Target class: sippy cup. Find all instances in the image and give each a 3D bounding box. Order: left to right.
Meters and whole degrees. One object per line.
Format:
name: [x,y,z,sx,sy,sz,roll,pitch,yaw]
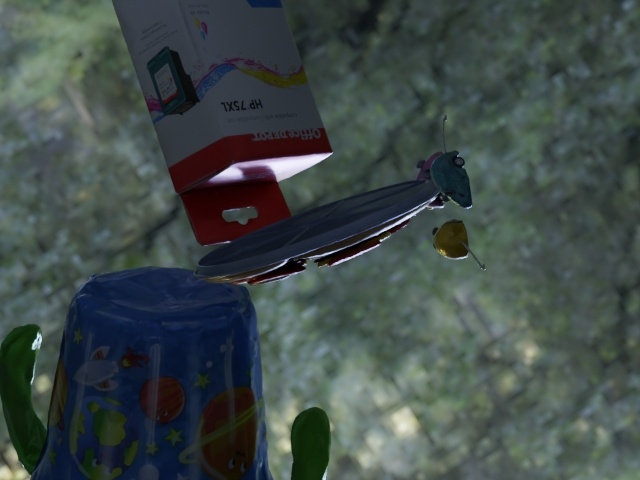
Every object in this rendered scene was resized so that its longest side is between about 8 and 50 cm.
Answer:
sippy cup: [-0.147,0.149,1.661,0.305,0.224,0.240,3,-164,-5]

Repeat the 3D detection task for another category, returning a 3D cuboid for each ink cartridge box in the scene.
ink cartridge box: [-0.076,-0.120,1.571,0.078,0.231,0.134,-26,170,39]

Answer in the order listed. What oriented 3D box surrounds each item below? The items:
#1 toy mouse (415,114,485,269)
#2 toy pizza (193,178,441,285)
toy mouse: [0.119,-0.054,1.841,0.031,0.143,0.161,-9,-166,-13]
toy pizza: [0.000,0.000,1.409,0.201,0.032,0.201,-19,-173,2]
